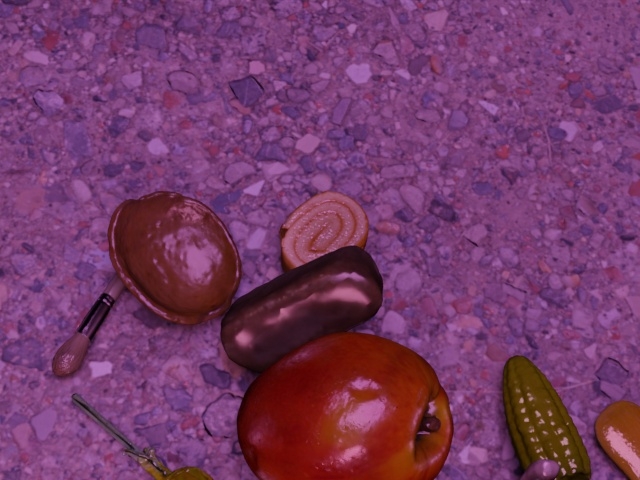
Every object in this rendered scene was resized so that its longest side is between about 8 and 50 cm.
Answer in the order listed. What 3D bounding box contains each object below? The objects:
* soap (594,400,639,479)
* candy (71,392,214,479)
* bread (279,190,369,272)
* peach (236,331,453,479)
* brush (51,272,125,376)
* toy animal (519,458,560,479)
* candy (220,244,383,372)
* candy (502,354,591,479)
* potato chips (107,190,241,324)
[{"bbox_3d":[0.459,0.304,1.767,0.089,0.033,0.168,-34,74,-17],"label":"soap"},{"bbox_3d":[-0.243,0.291,1.691,0.262,0.073,0.077,37,48,19],"label":"candy"},{"bbox_3d":[0.000,0.000,1.844,0.122,0.073,0.149,41,68,19],"label":"bread"},{"bbox_3d":[0.030,0.237,1.646,0.281,0.238,0.281,-14,27,7],"label":"peach"},{"bbox_3d":[-0.300,0.072,1.799,0.039,0.042,0.299,32,62,-6],"label":"brush"},{"bbox_3d":[0.258,0.458,1.522,0.194,0.344,0.303,12,63,-14],"label":"toy animal"},{"bbox_3d":[-0.024,0.095,1.738,0.234,0.104,0.102,-29,103,10],"label":"candy"},{"bbox_3d":[0.305,0.255,1.744,0.096,0.097,0.209,-12,62,-12],"label":"candy"},{"bbox_3d":[-0.215,0.029,1.799,0.208,0.062,0.195,26,61,-12],"label":"potato chips"}]
